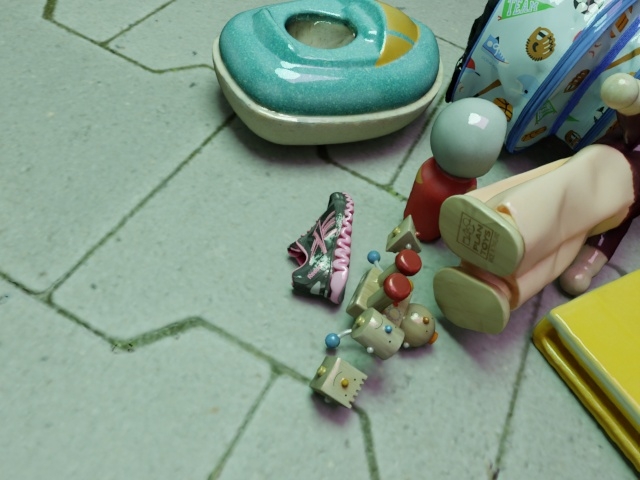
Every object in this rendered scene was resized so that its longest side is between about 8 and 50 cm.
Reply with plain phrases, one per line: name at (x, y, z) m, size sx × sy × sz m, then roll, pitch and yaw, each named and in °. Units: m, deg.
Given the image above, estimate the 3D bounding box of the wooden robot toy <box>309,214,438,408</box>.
wooden robot toy at (0.065, 0.062, 0.454) m, size 0.079 × 0.076 × 0.173 m, roll 37°, pitch 55°, yaw -11°

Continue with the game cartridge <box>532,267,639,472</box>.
game cartridge at (0.392, 0.128, 0.486) m, size 0.323 × 0.053 × 0.285 m, roll -16°, pitch 54°, yaw -25°

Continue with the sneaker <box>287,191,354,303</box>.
sneaker at (0.000, 0.000, 0.507) m, size 0.057 × 0.047 × 0.119 m, roll 5°, pitch 48°, yaw 4°

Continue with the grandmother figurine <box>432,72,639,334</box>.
grandmother figurine at (0.249, -0.051, 0.514) m, size 0.342 × 0.208 × 0.104 m, roll -25°, pitch 49°, yaw -29°

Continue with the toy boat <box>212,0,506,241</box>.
toy boat at (0.056, -0.153, 0.574) m, size 0.267 × 0.148 × 0.318 m, roll -19°, pitch 59°, yaw -28°

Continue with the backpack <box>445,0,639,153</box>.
backpack at (0.280, -0.217, 0.635) m, size 0.263 × 0.277 × 0.213 m, roll -31°, pitch 64°, yaw -20°
